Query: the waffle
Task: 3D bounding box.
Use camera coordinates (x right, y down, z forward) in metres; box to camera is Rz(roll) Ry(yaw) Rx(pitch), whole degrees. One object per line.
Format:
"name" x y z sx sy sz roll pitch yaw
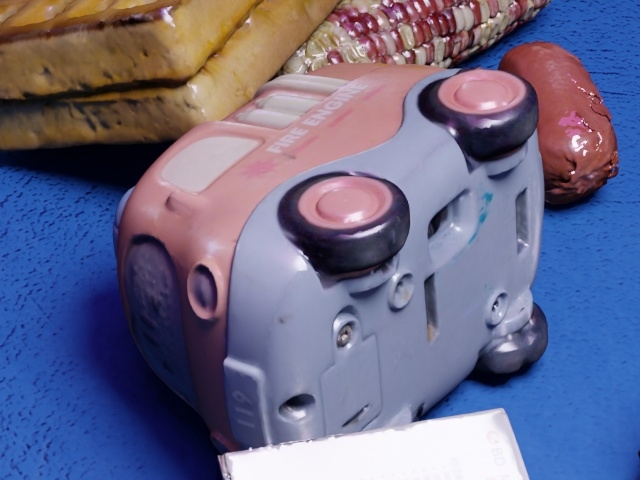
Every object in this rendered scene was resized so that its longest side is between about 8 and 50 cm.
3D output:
"waffle" -0.093 -0.185 1.345 0.224 0.098 0.327 -2 32 33

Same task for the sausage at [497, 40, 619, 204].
"sausage" 0.165 -0.083 1.325 0.076 0.076 0.141 -5 41 -10

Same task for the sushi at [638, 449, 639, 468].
"sushi" 0.277 0.156 0.987 0.196 0.182 0.343 -8 40 -3

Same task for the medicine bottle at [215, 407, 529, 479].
"medicine bottle" 0.047 0.192 0.983 0.171 0.052 0.201 -9 60 -14

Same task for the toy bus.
"toy bus" 0.000 0.000 1.140 0.232 0.194 0.288 24 45 32

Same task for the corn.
"corn" 0.063 -0.157 1.388 0.290 0.098 0.098 -34 54 -29
